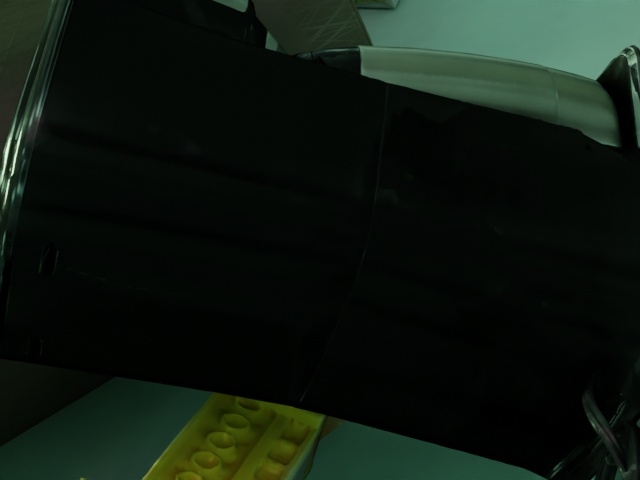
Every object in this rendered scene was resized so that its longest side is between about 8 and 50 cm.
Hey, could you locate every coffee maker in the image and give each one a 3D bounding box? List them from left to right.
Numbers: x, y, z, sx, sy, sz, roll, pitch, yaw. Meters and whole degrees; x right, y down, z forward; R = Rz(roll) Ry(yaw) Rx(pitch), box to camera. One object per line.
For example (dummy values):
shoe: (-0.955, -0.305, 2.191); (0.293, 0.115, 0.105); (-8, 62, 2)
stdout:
coffee maker: (0.000, 0.000, 0.405); (0.178, 0.120, 0.171); (11, 29, -8)

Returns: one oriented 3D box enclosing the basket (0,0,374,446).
basket: (-0.094, -0.027, 0.549); (0.226, 0.154, 0.204); (-25, 42, -8)

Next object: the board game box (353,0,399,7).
board game box: (0.022, -0.179, 0.750); (0.103, 0.026, 0.154); (7, 48, 31)

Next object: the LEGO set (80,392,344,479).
LEGO set: (-0.017, 0.129, 0.404); (0.132, 0.107, 0.287); (5, 29, -21)
